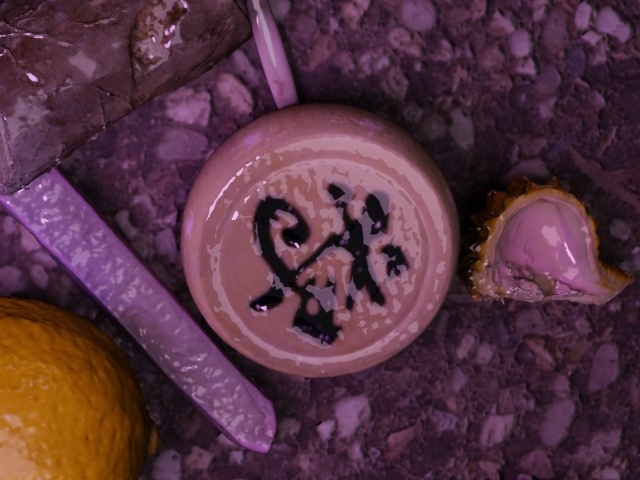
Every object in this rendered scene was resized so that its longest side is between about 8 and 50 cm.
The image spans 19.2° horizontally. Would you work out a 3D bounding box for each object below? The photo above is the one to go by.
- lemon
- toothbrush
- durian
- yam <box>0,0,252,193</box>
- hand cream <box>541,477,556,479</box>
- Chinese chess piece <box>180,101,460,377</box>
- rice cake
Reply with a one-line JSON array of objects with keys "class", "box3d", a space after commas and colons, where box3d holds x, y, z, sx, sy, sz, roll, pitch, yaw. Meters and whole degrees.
[{"class": "lemon", "box3d": [-0.295, 0.165, 1.628, 0.320, 0.245, 0.245, 3, 106, -16]}, {"class": "toothbrush", "box3d": [-0.020, -0.097, 1.766, 0.025, 0.029, 0.307, -24, 114, -17]}, {"class": "durian", "box3d": [0.217, 0.010, 1.871, 0.224, 0.078, 0.140, 20, 87, -36]}, {"class": "yam", "box3d": [-0.200, -0.164, 1.611, 0.254, 0.154, 0.154, -35, 116, -12]}, {"class": "hand cream", "box3d": [0.101, 0.315, 1.923, 0.314, 0.089, 0.139, -16, 109, -7]}, {"class": "Chinese chess piece", "box3d": [0.000, 0.000, 1.736, 0.257, 0.104, 0.257, -2, 109, -6]}, {"class": "rice cake", "box3d": [-0.167, 0.056, 1.739, 0.064, 0.070, 0.399, -44, 117, -7]}]
